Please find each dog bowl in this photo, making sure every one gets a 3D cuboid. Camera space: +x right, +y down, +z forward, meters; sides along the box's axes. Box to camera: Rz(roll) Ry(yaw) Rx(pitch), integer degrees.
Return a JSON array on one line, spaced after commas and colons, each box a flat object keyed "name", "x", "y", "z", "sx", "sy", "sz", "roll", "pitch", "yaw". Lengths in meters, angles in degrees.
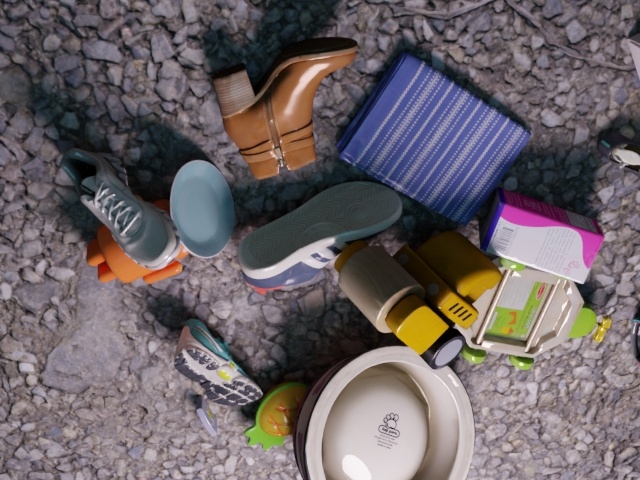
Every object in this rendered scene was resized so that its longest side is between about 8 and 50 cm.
[{"name": "dog bowl", "x": 0.121, "y": 0.418, "z": 1.905, "sx": 0.408, "sy": 0.150, "sz": 0.407, "roll": 1, "pitch": 89, "yaw": -25}]

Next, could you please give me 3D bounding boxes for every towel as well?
[{"name": "towel", "x": 0.225, "y": -0.195, "z": 1.779, "sx": 0.336, "sy": 0.040, "sz": 0.243, "roll": 28, "pitch": 106, "yaw": -23}]

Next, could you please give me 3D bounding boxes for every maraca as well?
[{"name": "maraca", "x": -0.088, "y": 0.383, "z": 1.956, "sx": 0.127, "sy": 0.099, "sz": 0.185, "roll": 28, "pitch": 107, "yaw": -31}]

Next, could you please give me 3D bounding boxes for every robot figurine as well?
[{"name": "robot figurine", "x": -0.338, "y": -0.001, "z": 1.715, "sx": 0.220, "sy": 0.128, "sz": 0.158, "roll": -24, "pitch": 82, "yaw": 2}]

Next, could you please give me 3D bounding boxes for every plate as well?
[{"name": "plate", "x": -0.229, "y": -0.059, "z": 1.698, "sx": 0.024, "sy": 0.188, "sz": 0.188, "roll": -6, "pitch": 122, "yaw": 32}]

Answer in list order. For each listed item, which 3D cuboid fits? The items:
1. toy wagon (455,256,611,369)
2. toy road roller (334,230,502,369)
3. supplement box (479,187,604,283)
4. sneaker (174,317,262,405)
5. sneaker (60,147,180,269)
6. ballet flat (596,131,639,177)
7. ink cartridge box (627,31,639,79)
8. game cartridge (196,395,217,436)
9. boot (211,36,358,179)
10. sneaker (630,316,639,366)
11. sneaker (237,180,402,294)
[{"name": "toy wagon", "x": 0.464, "y": 0.159, "z": 1.956, "sx": 0.345, "sy": 0.068, "sz": 0.267, "roll": 10, "pitch": 119, "yaw": -14}, {"name": "toy road roller", "x": 0.208, "y": 0.082, "z": 1.768, "sx": 0.240, "sy": 0.202, "sz": 0.329, "roll": -47, "pitch": 144, "yaw": 5}, {"name": "supplement box", "x": 0.447, "y": -0.011, "z": 1.827, "sx": 0.220, "sy": 0.114, "sz": 0.111, "roll": 19, "pitch": 111, "yaw": 1}, {"name": "sneaker", "x": -0.204, "y": 0.261, "z": 1.878, "sx": 0.107, "sy": 0.109, "sz": 0.275, "roll": -18, "pitch": 136, "yaw": 18}, {"name": "sneaker", "x": -0.363, "y": -0.059, "z": 1.597, "sx": 0.110, "sy": 0.292, "sz": 0.118, "roll": -47, "pitch": 156, "yaw": 3}, {"name": "ballet flat", "x": 0.662, "y": -0.163, "z": 1.846, "sx": 0.203, "sy": 0.074, "sz": 0.074, "roll": 20, "pitch": 110, "yaw": -18}, {"name": "ink cartridge box", "x": 0.747, "y": -0.351, "z": 1.716, "sx": 0.233, "sy": 0.168, "sz": 0.171, "roll": -28, "pitch": 116, "yaw": 4}, {"name": "game cartridge", "x": -0.247, "y": 0.385, "z": 1.955, "sx": 0.017, "sy": 0.056, "sz": 0.083, "roll": -21, "pitch": 118, "yaw": 9}, {"name": "boot", "x": -0.041, "y": -0.242, "z": 1.662, "sx": 0.284, "sy": 0.109, "sz": 0.220, "roll": -20, "pitch": 116, "yaw": 2}, {"name": "sneaker", "x": 0.798, "y": 0.185, "z": 2.012, "sx": 0.179, "sy": 0.123, "sz": 0.295, "roll": 12, "pitch": 114, "yaw": -25}, {"name": "sneaker", "x": 0.000, "y": 0.000, "z": 1.793, "sx": 0.350, "sy": 0.131, "sz": 0.148, "roll": -22, "pitch": 149, "yaw": -12}]
